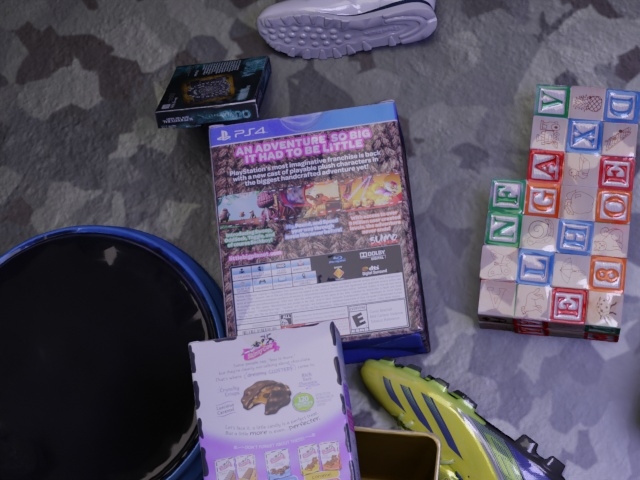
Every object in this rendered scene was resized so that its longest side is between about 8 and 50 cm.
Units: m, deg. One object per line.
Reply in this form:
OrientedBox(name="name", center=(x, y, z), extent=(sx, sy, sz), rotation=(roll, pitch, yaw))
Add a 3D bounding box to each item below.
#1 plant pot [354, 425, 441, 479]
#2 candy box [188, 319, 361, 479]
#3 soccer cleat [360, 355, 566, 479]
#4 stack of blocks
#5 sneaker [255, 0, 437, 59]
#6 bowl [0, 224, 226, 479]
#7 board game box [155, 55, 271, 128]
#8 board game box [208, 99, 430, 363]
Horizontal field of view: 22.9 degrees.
OrientedBox(name="plant pot", center=(0.032, 0.330, 1.812), extent=(0.212, 0.187, 0.212), rotation=(4, 76, 10))
OrientedBox(name="candy box", center=(-0.049, 0.198, 1.724), extent=(0.165, 0.070, 0.196), rotation=(-9, 74, 6))
OrientedBox(name="soccer cleat", center=(0.154, 0.243, 1.869), extent=(0.289, 0.093, 0.121), rotation=(34, 89, 15))
OrientedBox(name="stack of blocks", center=(0.292, -0.036, 1.925), extent=(0.171, 0.087, 0.297), rotation=(6, 76, 10))
OrientedBox(name="sneaker", center=(0.033, -0.300, 2.044), extent=(0.235, 0.090, 0.094), rotation=(-5, 62, 3))
OrientedBox(name="bowl", center=(-0.291, 0.164, 1.959), extent=(0.391, 0.077, 0.391), rotation=(-2, 74, 7))
OrientedBox(name="board game box", center=(-0.132, -0.188, 1.987), extent=(0.126, 0.186, 0.026), rotation=(-6, 113, 7))
OrientedBox(name="board game box", center=(0.000, 0.000, 1.928), extent=(0.232, 0.141, 0.291), rotation=(-7, 74, 6))
